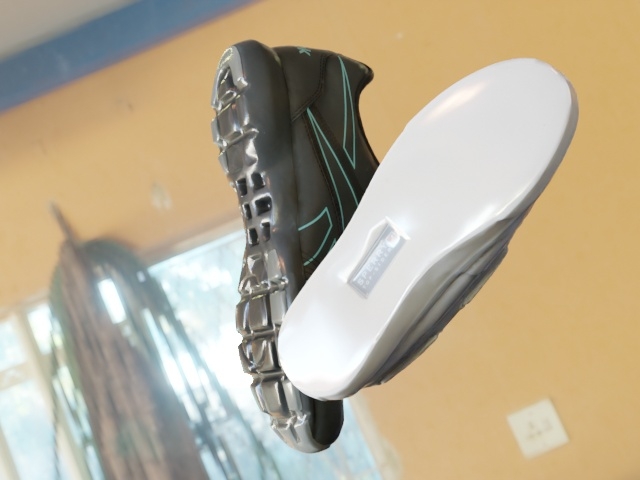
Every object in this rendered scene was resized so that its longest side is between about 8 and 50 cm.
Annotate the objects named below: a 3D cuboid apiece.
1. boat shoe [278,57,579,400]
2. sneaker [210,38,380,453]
[{"bbox_3d":[0.056,0.000,0.598,0.184,0.066,0.063,-58,-28,13],"label":"boat shoe"},{"bbox_3d":[0.000,0.000,0.845,0.106,0.267,0.101,-4,-5,-24],"label":"sneaker"}]
